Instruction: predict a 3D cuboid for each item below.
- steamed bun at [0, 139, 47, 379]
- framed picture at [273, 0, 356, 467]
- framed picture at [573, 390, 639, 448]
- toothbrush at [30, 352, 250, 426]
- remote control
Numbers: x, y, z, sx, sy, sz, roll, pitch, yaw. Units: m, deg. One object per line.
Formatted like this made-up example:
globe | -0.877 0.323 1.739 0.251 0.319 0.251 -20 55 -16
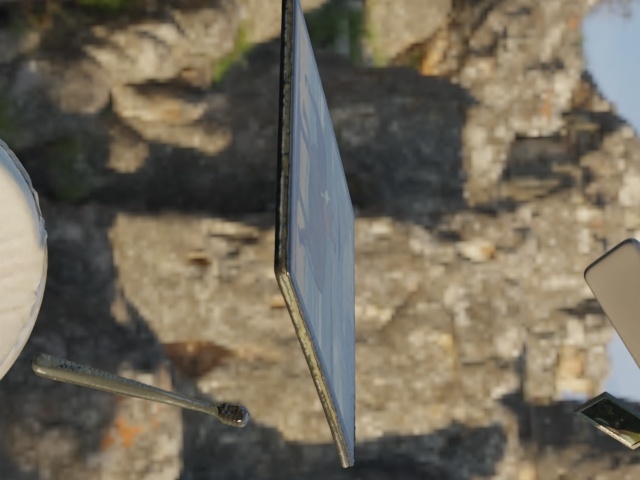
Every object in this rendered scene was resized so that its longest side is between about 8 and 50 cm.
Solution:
steamed bun | -0.387 0.014 1.224 0.309 0.309 0.309 178 -90 -86
framed picture | 0.000 0.000 1.232 0.347 0.016 0.265 75 13 -57
framed picture | 0.349 0.211 1.754 0.066 0.089 0.007 -43 -163 53
toothbrush | -0.237 0.195 1.963 0.030 0.297 0.030 92 12 -77
remote control | 0.337 0.119 1.404 0.029 0.067 0.261 3 53 -56
